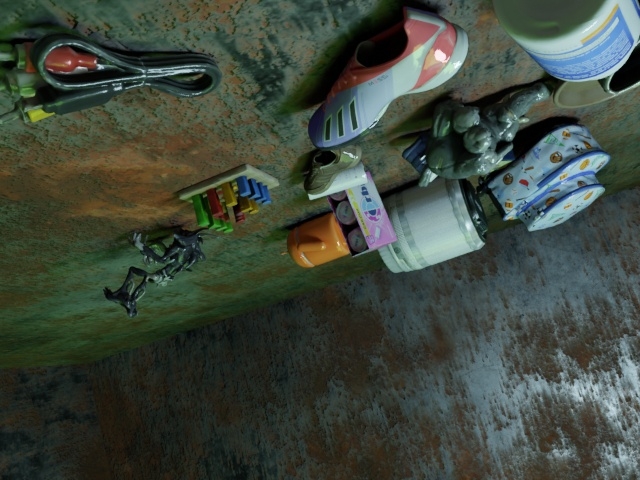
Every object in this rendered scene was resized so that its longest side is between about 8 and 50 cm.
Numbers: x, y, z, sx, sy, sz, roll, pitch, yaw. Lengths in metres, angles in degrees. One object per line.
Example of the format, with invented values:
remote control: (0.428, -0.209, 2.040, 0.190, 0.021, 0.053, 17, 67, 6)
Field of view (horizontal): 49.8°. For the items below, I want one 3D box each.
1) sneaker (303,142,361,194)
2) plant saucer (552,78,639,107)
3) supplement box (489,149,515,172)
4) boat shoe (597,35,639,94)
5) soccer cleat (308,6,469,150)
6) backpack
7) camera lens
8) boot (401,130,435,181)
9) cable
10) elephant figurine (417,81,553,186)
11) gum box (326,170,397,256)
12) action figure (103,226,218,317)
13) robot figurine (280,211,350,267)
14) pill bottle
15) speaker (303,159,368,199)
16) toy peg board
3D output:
sneaker: (0.004, -0.154, 1.400, 0.071, 0.066, 0.188, 13, 150, -30)
plant saucer: (0.572, -0.337, 1.307, 0.278, 0.041, 0.278, -17, 167, -4)
supplement box: (0.385, -0.206, 1.578, 0.056, 0.083, 0.083, -6, 166, -37)
boat shoe: (0.567, -0.344, 1.079, 0.109, 0.091, 0.305, 21, 141, -30)
soccer cleat: (0.066, -0.236, 1.020, 0.116, 0.108, 0.318, 19, 151, -34)
backpack: (0.567, -0.159, 1.690, 0.276, 0.213, 0.263, -16, 150, -45)
camera lens: (0.295, -0.047, 1.855, 0.274, 0.219, 0.219, -21, 167, 20)
boot: (0.260, -0.211, 1.455, 0.190, 0.086, 0.069, -42, 170, -24)
cable: (-0.249, -0.213, 0.832, 0.287, 0.072, 0.139, -23, 157, -33)
elephant figurine: (0.326, -0.210, 1.359, 0.186, 0.169, 0.239, 11, -153, 41)
gum box: (0.090, -0.067, 1.588, 0.107, 0.188, 0.062, -15, 170, -46)
action figure: (-0.376, 0.043, 1.593, 0.276, 0.141, 0.164, -42, 160, -4)
robot figurine: (-0.001, 0.000, 1.906, 0.219, 0.158, 0.128, -21, 129, 22)
pill bottle: (0.341, -0.300, 0.923, 0.152, 0.152, 0.272, -23, 167, 28)
speaker: (0.032, -0.133, 1.510, 0.136, 0.055, 0.055, -17, 168, 2)
toy peg board: (-0.178, -0.078, 1.421, 0.161, 0.079, 0.161, -20, 168, 16)
